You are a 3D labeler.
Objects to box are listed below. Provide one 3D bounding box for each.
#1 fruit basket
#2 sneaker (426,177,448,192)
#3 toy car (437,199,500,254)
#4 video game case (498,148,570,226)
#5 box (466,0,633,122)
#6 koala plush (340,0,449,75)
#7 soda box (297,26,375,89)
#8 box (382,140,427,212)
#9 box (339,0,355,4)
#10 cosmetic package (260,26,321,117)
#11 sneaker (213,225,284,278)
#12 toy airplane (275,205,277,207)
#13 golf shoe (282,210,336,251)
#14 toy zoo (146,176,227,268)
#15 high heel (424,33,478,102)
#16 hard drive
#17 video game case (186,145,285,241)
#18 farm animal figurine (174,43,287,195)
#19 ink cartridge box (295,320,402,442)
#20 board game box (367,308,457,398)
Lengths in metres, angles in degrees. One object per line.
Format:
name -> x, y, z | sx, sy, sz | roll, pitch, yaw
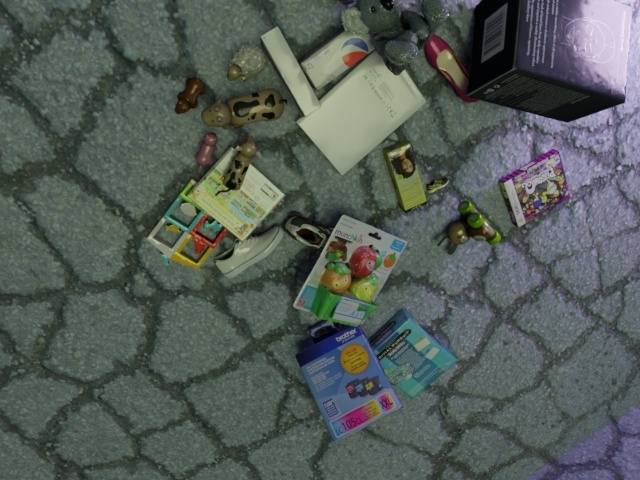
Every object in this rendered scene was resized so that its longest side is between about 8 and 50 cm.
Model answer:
fruit basket -> 0.116, 0.119, 1.506 | 0.327, 0.165, 0.352 | 21, 108, -37
sneaker -> 0.410, -0.199, 1.555 | 0.083, 0.031, 0.035 | -32, 116, 2
toy car -> 0.519, -0.021, 1.609 | 0.188, 0.148, 0.155 | -42, 127, 19
video game case -> 0.795, -0.191, 1.643 | 0.232, 0.041, 0.210 | -30, 118, 1
box -> 0.669, -0.554, 1.306 | 0.396, 0.212, 0.292 | 9, 85, -16
koala plush -> 0.178, -0.571, 1.169 | 0.221, 0.203, 0.196 | 39, 91, -6
soda box -> 0.074, -0.558, 1.282 | 0.286, 0.098, 0.091 | -35, 117, 3
box -> 0.288, -0.213, 1.506 | 0.088, 0.058, 0.232 | -25, 117, -1
box -> 0.117, -0.807, 1.167 | 0.148, 0.121, 0.311 | 33, 102, -24
cosmetic package -> -0.084, -0.471, 1.258 | 0.061, 0.099, 0.238 | -31, 106, 2
sneaker -> -0.239, 0.026, 1.467 | 0.258, 0.094, 0.091 | -37, 121, 5
toy airplane -> -0.218, -0.137, 1.431 | 0.152, 0.028, 0.151 | -5, 108, -16
golf shoe -> 0.000, 0.000, 1.500 | 0.273, 0.120, 0.105 | 21, 105, -22
toy zoo -> -0.419, -0.035, 1.433 | 0.192, 0.030, 0.293 | 35, 102, -24
high heel -> 0.408, -0.527, 1.361 | 0.082, 0.117, 0.244 | -36, 116, 4
hard drive -> 0.128, -0.405, 1.390 | 0.353, 0.047, 0.233 | -41, 116, 6
video game case -> -0.261, -0.142, 1.388 | 0.227, 0.026, 0.206 | 42, 93, -20
farm animal figurine -> -0.235, -0.330, 1.237 | 0.327, 0.172, 0.330 | -31, 108, -3
ink cartridge box -> 0.088, 0.491, 1.639 | 0.270, 0.395, 0.151 | -28, 155, -1
board game box -> 0.357, 0.468, 1.811 | 0.254, 0.079, 0.336 | -44, 115, 8
